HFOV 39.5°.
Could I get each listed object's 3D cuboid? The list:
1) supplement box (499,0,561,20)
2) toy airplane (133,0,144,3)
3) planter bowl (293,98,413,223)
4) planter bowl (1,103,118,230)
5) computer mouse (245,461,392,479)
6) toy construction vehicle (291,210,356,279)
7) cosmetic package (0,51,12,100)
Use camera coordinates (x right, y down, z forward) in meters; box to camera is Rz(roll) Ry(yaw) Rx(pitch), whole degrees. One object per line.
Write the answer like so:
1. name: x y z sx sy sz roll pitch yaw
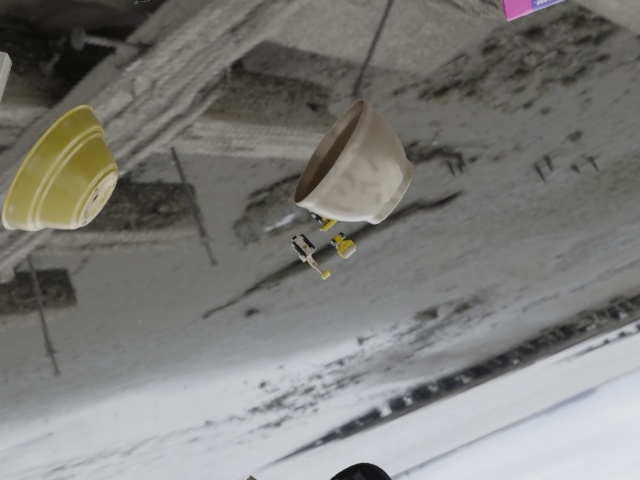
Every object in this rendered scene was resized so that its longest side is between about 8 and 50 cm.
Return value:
1. supplement box: 0.192 -0.313 0.789 0.111 0.114 0.220 -19 159 10
2. toy airplane: -0.242 -0.383 1.148 0.151 0.151 0.028 -35 176 37
3. planter bowl: 0.053 -0.088 1.172 0.162 0.109 0.162 -52 -166 19
4. planter bowl: -0.361 -0.084 1.305 0.217 0.090 0.217 -57 178 -3
5. computer mouse: -0.030 0.396 1.275 0.262 0.184 0.060 -41 159 -13
6. toy construction vehicle: 0.000 0.000 1.389 0.086 0.098 0.035 -44 180 -19
7. cosmetic package: -0.431 -0.183 1.109 0.060 0.115 0.041 16 170 -7
